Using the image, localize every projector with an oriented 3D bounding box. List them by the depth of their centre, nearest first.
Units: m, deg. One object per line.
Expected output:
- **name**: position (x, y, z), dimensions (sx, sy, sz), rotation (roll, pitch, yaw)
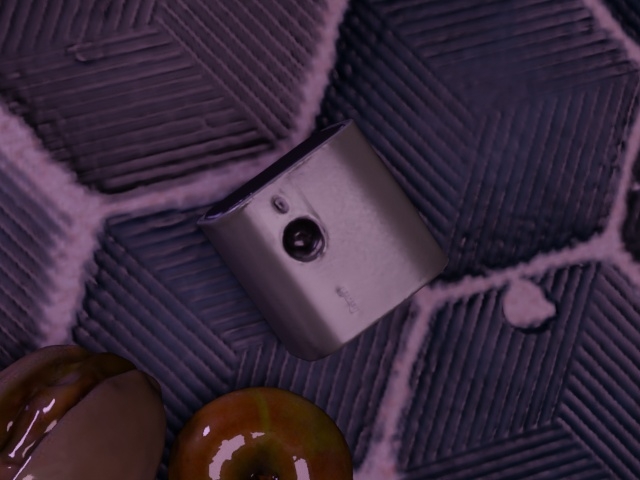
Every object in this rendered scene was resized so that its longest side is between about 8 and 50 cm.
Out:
- **projector**: position (0.000, 0.000, 0.654), dimensions (0.083, 0.083, 0.082), rotation (-37, 98, -11)

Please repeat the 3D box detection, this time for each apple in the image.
- **apple**: position (-0.029, 0.113, 0.653), dimensions (0.089, 0.074, 0.090), rotation (0, 88, -12)

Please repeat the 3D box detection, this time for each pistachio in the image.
- **pistachio**: position (-0.126, 0.118, 0.619), dimensions (0.113, 0.113, 0.149), rotation (39, 75, -10)
